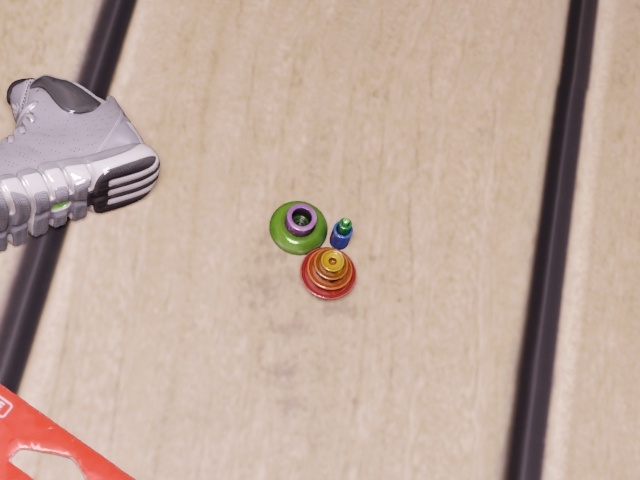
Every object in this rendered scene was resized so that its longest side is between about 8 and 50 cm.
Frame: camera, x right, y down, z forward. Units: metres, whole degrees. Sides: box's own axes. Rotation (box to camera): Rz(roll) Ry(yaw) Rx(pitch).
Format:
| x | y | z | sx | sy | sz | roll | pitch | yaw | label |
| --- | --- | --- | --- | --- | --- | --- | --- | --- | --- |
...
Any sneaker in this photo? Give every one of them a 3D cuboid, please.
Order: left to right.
| x | y | z | sx | sy | sz | roll | pitch | yaw | label |
| --- | --- | --- | --- | --- | --- | --- | --- | --- | --- |
| -0.261 | -0.071 | 1.146 | 0.228 | 0.086 | 0.132 | -16 | 63 | -27 | sneaker |

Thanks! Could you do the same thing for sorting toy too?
| x | y | z | sx | sy | sz | roll | pitch | yaw | label |
| --- | --- | --- | --- | --- | --- | --- | --- | --- | --- |
| 0.000 | 0.000 | 1.169 | 0.061 | 0.042 | 0.102 | -25 | 71 | -20 | sorting toy |

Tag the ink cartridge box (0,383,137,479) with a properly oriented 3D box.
| x | y | z | sx | sy | sz | roll | pitch | yaw | label |
| --- | --- | --- | --- | --- | --- | --- | --- | --- | --- |
| -0.246 | 0.236 | 1.005 | 0.275 | 0.060 | 0.239 | 34 | 65 | 7 | ink cartridge box |
